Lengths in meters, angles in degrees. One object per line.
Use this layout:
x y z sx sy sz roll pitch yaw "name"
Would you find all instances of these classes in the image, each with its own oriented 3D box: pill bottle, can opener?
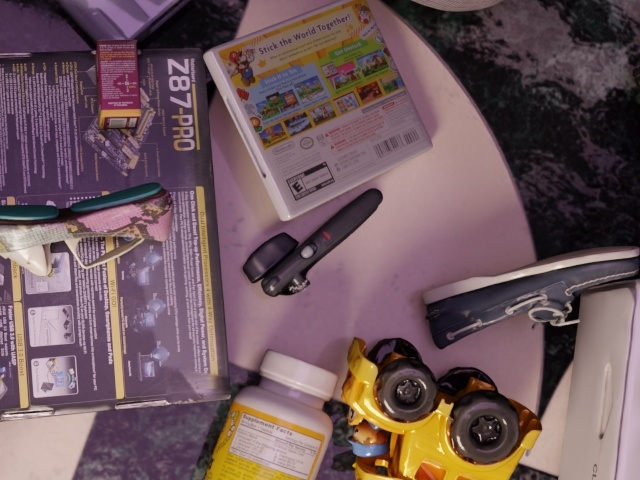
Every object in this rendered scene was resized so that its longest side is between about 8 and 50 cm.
-0.056 0.231 1.187 0.118 0.117 0.208 22 81 -8 "pill bottle"
0.000 0.000 1.250 0.186 0.059 0.073 -36 91 -12 "can opener"

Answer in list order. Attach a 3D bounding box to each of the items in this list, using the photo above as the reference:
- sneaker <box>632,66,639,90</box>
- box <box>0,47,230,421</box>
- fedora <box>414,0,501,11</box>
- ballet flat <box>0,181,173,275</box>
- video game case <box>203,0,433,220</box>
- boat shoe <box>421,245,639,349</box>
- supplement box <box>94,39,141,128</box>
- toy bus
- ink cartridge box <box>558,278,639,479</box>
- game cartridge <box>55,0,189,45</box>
0.502 -0.271 1.350 0.146 0.102 0.293 43 79 -3 "sneaker"
-0.271 -0.008 1.181 0.319 0.097 0.394 -5 85 -10 "box"
0.126 -0.384 1.278 0.276 0.124 0.243 10 85 -18 "fedora"
-0.259 -0.007 1.104 0.222 0.077 0.079 -8 106 -13 "ballet flat"
0.003 -0.158 1.243 0.227 0.026 0.206 -28 94 -30 "video game case"
0.243 0.065 1.237 0.255 0.095 0.079 -15 85 12 "boat shoe"
-0.213 -0.163 1.137 0.043 0.055 0.083 -3 83 -13 "supplement box"
0.106 0.234 1.217 0.220 0.149 0.211 24 96 -5 "toy bus"
0.494 0.211 1.270 0.385 0.160 0.279 10 81 -10 "ink cartridge box"
-0.197 -0.372 1.255 0.294 0.060 0.196 -44 89 -12 "game cartridge"
